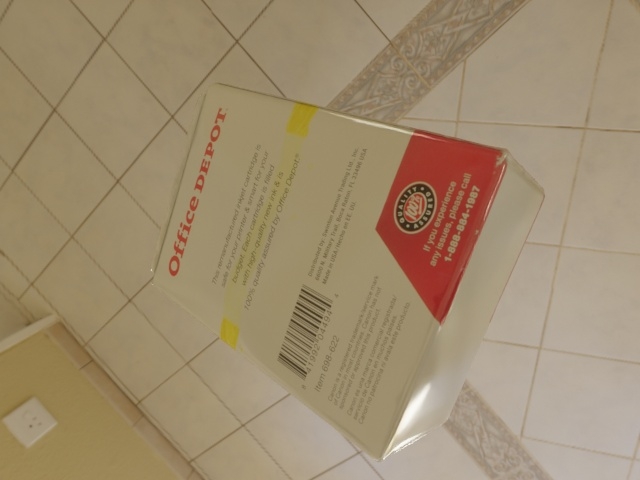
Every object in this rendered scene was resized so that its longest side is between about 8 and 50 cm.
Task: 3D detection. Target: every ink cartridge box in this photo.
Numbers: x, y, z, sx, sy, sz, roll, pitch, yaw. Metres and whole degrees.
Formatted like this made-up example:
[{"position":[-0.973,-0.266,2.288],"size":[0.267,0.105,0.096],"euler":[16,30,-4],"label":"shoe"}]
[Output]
[{"position":[0.000,0.000,0.531],"size":[0.384,0.160,0.279],"euler":[26,101,36],"label":"ink cartridge box"}]
